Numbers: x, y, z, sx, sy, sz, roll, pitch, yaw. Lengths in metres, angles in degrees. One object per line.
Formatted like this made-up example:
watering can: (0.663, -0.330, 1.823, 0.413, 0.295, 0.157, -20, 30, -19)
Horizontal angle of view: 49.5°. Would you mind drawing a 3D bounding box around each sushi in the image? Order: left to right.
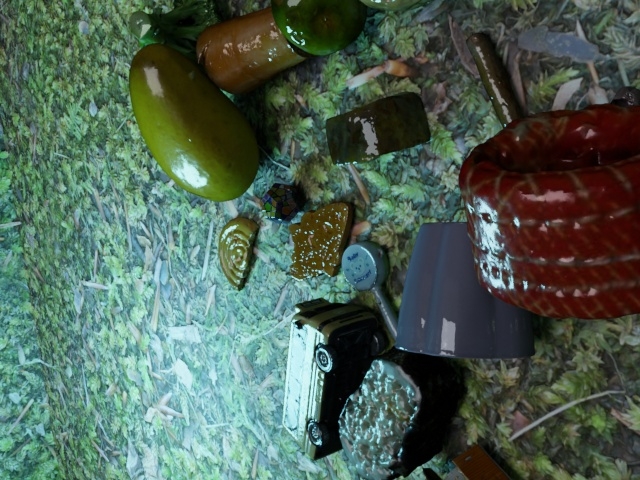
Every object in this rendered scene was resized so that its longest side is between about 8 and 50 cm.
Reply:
sushi: (0.176, 0.373, 1.515, 0.211, 0.171, 0.349, 40, 126, 37)

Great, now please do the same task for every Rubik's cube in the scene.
Rubik's cube: (-0.097, -0.092, 1.736, 0.111, 0.111, 0.093, 2, 73, 46)

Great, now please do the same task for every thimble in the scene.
thimble: (0.397, -0.053, 1.054, 0.350, 0.350, 0.230, 9, 123, 45)

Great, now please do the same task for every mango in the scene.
mango: (-0.321, -0.286, 1.728, 0.302, 0.220, 0.445, 13, 146, 39)

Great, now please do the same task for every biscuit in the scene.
biscuit: (-0.242, 0.023, 1.959, 0.144, 0.033, 0.224, 41, 126, 31)
biscuit: (0.000, 0.000, 1.697, 0.183, 0.043, 0.280, 52, 127, 19)

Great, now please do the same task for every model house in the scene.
model house: (0.327, 0.509, 1.441, 0.136, 0.207, 0.219, -45, 53, 4)

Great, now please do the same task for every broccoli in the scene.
broccoli: (-0.363, -0.528, 1.782, 0.254, 0.269, 0.268, 2, 101, 33)

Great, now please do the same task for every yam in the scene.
yam: (0.334, -0.267, 1.280, 0.046, 0.046, 0.263, -30, 79, 46)

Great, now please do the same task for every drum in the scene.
drum: (0.119, 0.124, 1.598, 0.130, 0.049, 0.253, -16, 88, 46)

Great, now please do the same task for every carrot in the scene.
carrot: (-0.142, -0.469, 1.629, 0.254, 0.196, 0.195, -16, 88, 42)

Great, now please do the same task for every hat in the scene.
hat: (0.499, -0.216, 1.134, 0.058, 0.042, 0.087, 29, 154, 32)

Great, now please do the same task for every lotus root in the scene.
lotus root: (0.105, -0.231, 1.478, 0.235, 0.138, 0.118, -10, 102, 41)

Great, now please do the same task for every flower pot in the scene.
flower pot: (0.272, 0.087, 1.308, 0.265, 0.265, 0.242, -3, 85, 46)

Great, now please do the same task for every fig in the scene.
fig: (-0.006, -0.534, 1.493, 0.274, 0.206, 0.206, -97, 30, -46)

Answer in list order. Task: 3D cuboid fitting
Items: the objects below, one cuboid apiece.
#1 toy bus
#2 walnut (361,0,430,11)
toy bus: (0.016, 0.323, 1.665, 0.202, 0.177, 0.365, 30, 121, 45)
walnut: (0.150, -0.529, 1.304, 0.245, 0.198, 0.198, 15, 111, 42)
